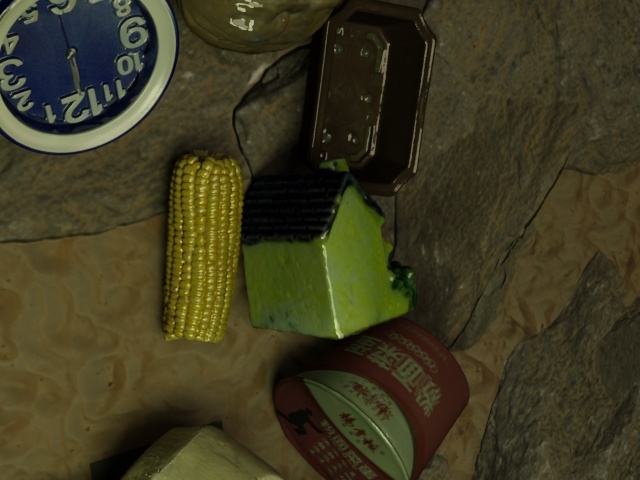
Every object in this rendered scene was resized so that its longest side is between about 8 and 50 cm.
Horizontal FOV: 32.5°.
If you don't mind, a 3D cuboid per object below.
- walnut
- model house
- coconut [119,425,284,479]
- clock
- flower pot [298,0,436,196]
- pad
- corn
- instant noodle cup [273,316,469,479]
[{"bbox_3d":[-0.067,-0.309,1.303,0.230,0.178,0.178,-15,108,-35],"label":"walnut"},{"bbox_3d":[0.000,0.000,1.397,0.170,0.194,0.211,-17,102,-39],"label":"model house"},{"bbox_3d":[-0.140,0.349,1.339,0.234,0.224,0.224,45,71,7],"label":"coconut"},{"bbox_3d":[-0.271,-0.207,1.189,0.230,0.083,0.230,-26,140,-24],"label":"clock"},{"bbox_3d":[0.048,-0.189,1.451,0.179,0.084,0.250,2,100,-35],"label":"flower pot"},{"bbox_3d":[-0.206,0.321,1.443,0.190,0.004,0.127,-14,108,-30],"label":"pad"},{"bbox_3d":[-0.146,0.011,1.361,0.093,0.093,0.244,-2,104,-33],"label":"corn"},{"bbox_3d":[0.077,0.222,1.487,0.178,0.235,0.234,-42,121,-31],"label":"instant noodle cup"}]
